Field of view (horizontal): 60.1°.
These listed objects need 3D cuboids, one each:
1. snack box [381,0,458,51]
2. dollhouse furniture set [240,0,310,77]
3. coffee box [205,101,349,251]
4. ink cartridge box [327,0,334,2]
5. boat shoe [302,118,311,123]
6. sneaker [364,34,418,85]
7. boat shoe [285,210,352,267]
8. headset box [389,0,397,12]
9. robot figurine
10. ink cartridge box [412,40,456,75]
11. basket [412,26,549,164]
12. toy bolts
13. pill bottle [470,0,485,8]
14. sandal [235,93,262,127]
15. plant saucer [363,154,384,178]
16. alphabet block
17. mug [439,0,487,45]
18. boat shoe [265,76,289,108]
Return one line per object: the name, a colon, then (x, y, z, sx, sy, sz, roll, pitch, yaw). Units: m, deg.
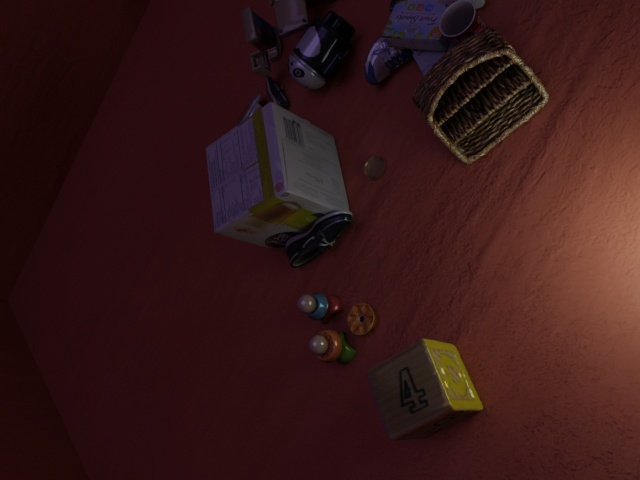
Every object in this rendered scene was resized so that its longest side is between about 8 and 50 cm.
snack box: (0.319, -0.685, 1.717, 0.207, 0.070, 0.175, 20, 83, 36)
dollhouse furniture set: (-0.119, -0.822, 2.178, 0.303, 0.198, 0.287, -16, 80, 25)
coffee box: (-0.149, -0.196, 1.885, 0.334, 0.337, 0.338, -27, 62, 32)
ink cartridge box: (0.076, -1.086, 2.139, 0.188, 0.097, 0.255, -17, 66, 36)
boat shoe: (-0.134, -0.433, 2.129, 0.228, 0.080, 0.076, 17, 86, 35)
sneaker: (0.262, -0.639, 1.829, 0.131, 0.111, 0.297, 45, 107, 39)
boat shoe: (0.000, 0.000, 1.856, 0.302, 0.114, 0.091, -36, 54, 41)
headset box: (0.279, -0.831, 1.928, 0.062, 0.032, 0.083, 8, 80, 41)
robot figurine: (-0.001, -0.693, 2.025, 0.278, 0.173, 0.209, -51, 9, 16)
ink cartridge box: (0.383, -0.547, 1.720, 0.127, 0.072, 0.175, -35, 56, 26)
basket: (0.434, -0.404, 1.538, 0.299, 0.213, 0.223, -38, 54, 25)
toy bolts: (0.032, 0.240, 1.712, 0.218, 0.158, 0.229, -49, 51, 18)
pill bottle: (0.485, -0.807, 1.708, 0.087, 0.087, 0.160, 2, 78, 41)
sandal: (-0.297, -0.478, 2.276, 0.265, 0.076, 0.102, -63, 24, -9)
plant saucer: (0.182, -0.241, 1.834, 0.083, 0.015, 0.084, -14, 67, 36)
alphabet block: (0.270, 0.391, 1.443, 0.197, 0.192, 0.194, -36, 58, 25)
mug: (0.443, -0.596, 1.621, 0.113, 0.169, 0.150, -33, 58, 28)
boat shoe: (-0.178, -0.596, 2.240, 0.064, 0.075, 0.206, -13, 53, -10)
